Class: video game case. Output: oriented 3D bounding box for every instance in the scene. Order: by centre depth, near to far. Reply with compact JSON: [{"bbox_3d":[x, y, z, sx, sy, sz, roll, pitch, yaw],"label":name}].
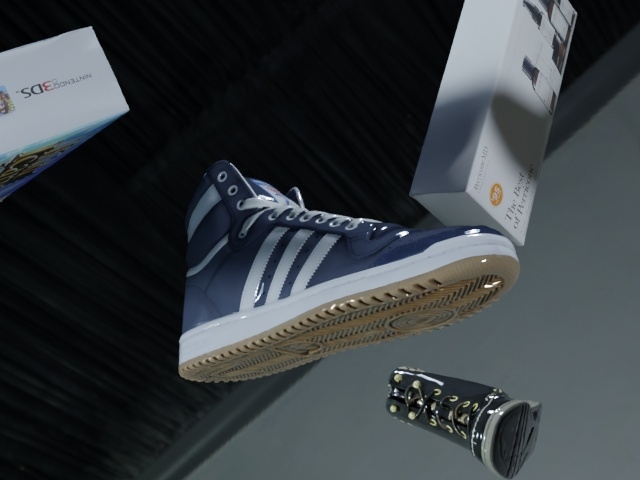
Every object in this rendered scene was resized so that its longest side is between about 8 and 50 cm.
[{"bbox_3d":[-0.284,-0.032,0.520,0.244,0.061,0.269,-31,9,-37],"label":"video game case"}]

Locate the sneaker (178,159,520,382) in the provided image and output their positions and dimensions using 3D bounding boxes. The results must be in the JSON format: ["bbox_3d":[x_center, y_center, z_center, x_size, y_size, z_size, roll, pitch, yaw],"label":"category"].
[{"bbox_3d":[0.000,0.000,0.593,0.282,0.099,0.153,-22,62,35],"label":"sneaker"}]

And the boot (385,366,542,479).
[{"bbox_3d":[0.151,0.202,0.949,0.178,0.236,0.085,12,88,24],"label":"boot"}]

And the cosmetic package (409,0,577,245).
[{"bbox_3d":[0.153,-0.122,0.702,0.060,0.099,0.239,-2,63,45],"label":"cosmetic package"}]
